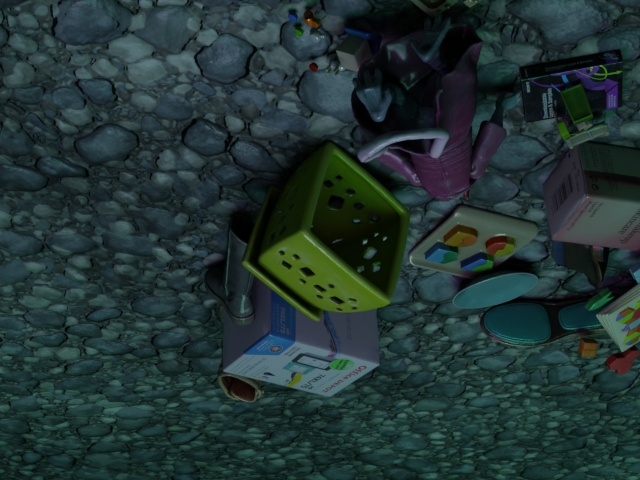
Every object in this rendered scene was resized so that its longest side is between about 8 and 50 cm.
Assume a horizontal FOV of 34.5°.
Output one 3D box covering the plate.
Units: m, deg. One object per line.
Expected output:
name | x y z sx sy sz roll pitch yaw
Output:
plate | 0.370 0.099 2.192 0.188 0.024 0.188 -11 157 -5

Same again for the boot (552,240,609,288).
boot | 0.529 0.029 2.096 0.106 0.082 0.219 12 156 20

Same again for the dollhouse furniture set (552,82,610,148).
dollhouse furniture set | 0.427 -0.205 1.702 0.076 0.059 0.151 -21 165 16

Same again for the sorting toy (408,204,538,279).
sorting toy | 0.305 0.014 2.071 0.193 0.038 0.208 13 144 -21

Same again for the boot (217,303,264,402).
boot | -0.146 0.271 2.291 0.095 0.204 0.262 -14 144 19

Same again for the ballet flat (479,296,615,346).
ballet flat | 0.512 0.190 2.300 0.315 0.108 0.106 -3 161 3

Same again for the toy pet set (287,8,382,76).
toy pet set | 0.028 -0.309 1.561 0.114 0.065 0.122 22 155 30

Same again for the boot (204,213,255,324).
boot | -0.174 0.040 2.030 0.076 0.189 0.209 -22 132 -26

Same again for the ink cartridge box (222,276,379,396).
ink cartridge box | -0.041 0.182 2.166 0.270 0.197 0.198 18 143 -28

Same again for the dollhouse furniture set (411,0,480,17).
dollhouse furniture set | 0.172 -0.354 1.418 0.151 0.123 0.144 -28 138 35

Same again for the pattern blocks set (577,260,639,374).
pattern blocks set | 0.685 0.166 2.231 0.285 0.026 0.325 -43 136 14

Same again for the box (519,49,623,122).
box | 0.409 -0.248 1.679 0.162 0.029 0.116 -8 147 11

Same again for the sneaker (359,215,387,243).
sneaker | 0.105 -0.030 1.980 0.061 0.054 0.152 0 148 3

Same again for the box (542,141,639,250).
box | 0.543 -0.075 1.864 0.232 0.127 0.149 7 146 -13

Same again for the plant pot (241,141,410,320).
plant pot | 0.000 0.000 1.840 0.207 0.227 0.228 -25 125 40

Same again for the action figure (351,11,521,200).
action figure | 0.196 -0.158 1.590 0.248 0.276 0.370 -13 143 12
